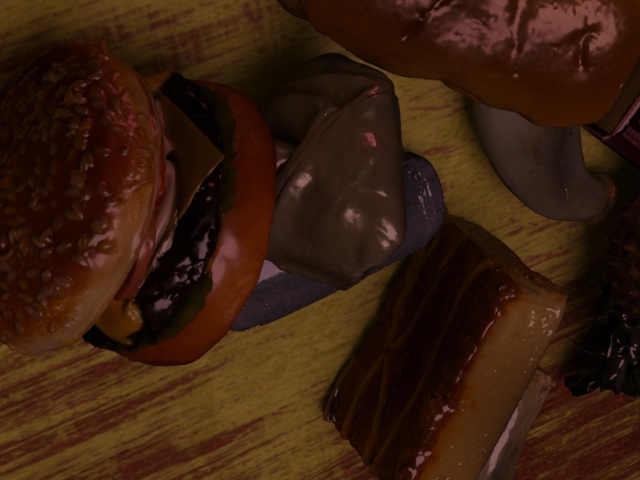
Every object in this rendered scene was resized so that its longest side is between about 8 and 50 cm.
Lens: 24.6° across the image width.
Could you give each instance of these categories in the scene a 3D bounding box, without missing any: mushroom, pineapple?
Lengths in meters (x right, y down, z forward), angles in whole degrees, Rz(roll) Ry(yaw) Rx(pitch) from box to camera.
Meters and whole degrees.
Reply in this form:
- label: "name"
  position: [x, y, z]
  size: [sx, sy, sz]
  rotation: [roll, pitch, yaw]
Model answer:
- label: "mushroom"
  position: [0.180, 0.294, 1.726]
  size: [0.123, 0.095, 0.351]
  rotation: [-8, 124, -47]
- label: "mushroom"
  position: [0.238, -0.094, 1.564]
  size: [0.118, 0.103, 0.270]
  rotation: [-44, 135, -11]
- label: "pineapple"
  position: [0.364, 0.075, 1.677]
  size: [0.170, 0.141, 0.310]
  rotation: [-12, 139, -27]

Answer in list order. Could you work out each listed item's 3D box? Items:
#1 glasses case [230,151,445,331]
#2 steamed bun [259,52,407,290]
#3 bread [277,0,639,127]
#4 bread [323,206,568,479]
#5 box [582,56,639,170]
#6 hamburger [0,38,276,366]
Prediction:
- label: "glasses case"
  position: [0.000, 0.000, 1.505]
  size: [0.282, 0.067, 0.109]
  rotation: [-26, 115, -10]
- label: "steamed bun"
  position: [-0.016, -0.063, 1.356]
  size: [0.144, 0.211, 0.218]
  rotation: [5, 81, -19]
- label: "bread"
  position: [0.131, -0.233, 1.344]
  size: [0.344, 0.149, 0.195]
  rotation: [19, 100, -17]
- label: "bread"
  position: [0.128, 0.126, 1.574]
  size: [0.114, 0.185, 0.275]
  rotation: [15, 110, -37]
- label: "box"
  position: [0.404, -0.118, 1.653]
  size: [0.224, 0.069, 0.120]
  rotation: [32, 100, -35]
- label: "hamburger"
  position: [-0.189, -0.027, 1.265]
  size: [0.225, 0.291, 0.291]
  rotation: [17, 108, -38]
